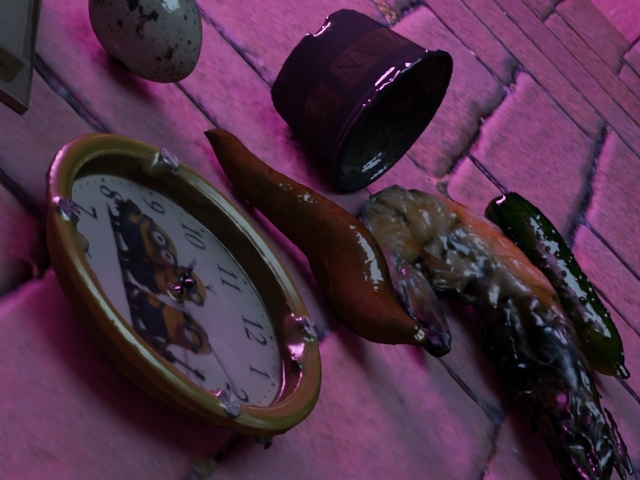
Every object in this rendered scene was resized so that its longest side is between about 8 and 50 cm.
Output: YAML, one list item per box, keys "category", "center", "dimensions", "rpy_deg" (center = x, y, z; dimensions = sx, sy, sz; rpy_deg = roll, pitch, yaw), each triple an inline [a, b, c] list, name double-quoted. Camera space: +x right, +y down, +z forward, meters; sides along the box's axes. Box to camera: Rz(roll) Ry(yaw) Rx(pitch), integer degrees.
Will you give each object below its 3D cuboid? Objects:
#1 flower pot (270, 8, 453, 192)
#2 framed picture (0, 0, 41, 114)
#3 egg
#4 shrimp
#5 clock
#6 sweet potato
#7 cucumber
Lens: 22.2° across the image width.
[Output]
- category: "flower pot"
  center: [0.030, -0.135, 1.471]
  dimensions: [0.107, 0.157, 0.157]
  rpy_deg: [40, 19, 16]
- category: "framed picture"
  center: [-0.261, -0.182, 1.179]
  dimensions: [0.136, 0.010, 0.201]
  rpy_deg: [35, 25, -26]
- category: "egg"
  center: [-0.137, -0.175, 1.297]
  dimensions: [0.110, 0.085, 0.085]
  rpy_deg: [54, 22, 1]
- category: "shrimp"
  center: [0.141, 0.081, 1.416]
  dimensions: [0.233, 0.071, 0.365]
  rpy_deg: [18, 36, -36]
- category: "clock"
  center: [-0.096, 0.035, 1.054]
  dimensions: [0.237, 0.057, 0.237]
  rpy_deg: [39, 25, -22]
- category: "sweet potato"
  center: [0.000, -0.002, 1.298]
  dimensions: [0.249, 0.059, 0.069]
  rpy_deg: [49, 34, 16]
- category: "cucumber"
  center: [0.241, 0.048, 1.651]
  dimensions: [0.227, 0.069, 0.069]
  rpy_deg: [56, 23, 11]
